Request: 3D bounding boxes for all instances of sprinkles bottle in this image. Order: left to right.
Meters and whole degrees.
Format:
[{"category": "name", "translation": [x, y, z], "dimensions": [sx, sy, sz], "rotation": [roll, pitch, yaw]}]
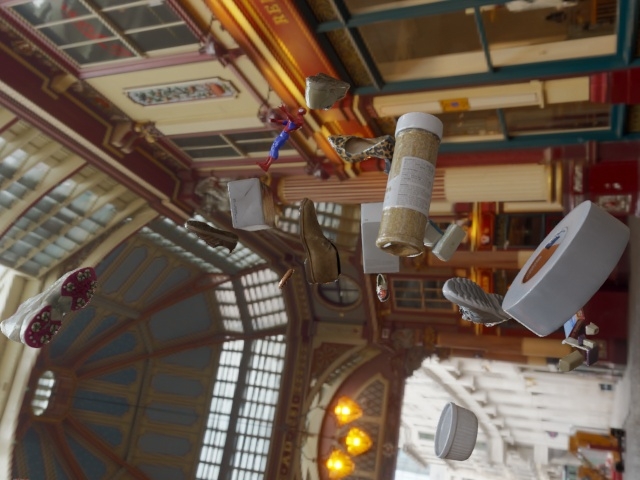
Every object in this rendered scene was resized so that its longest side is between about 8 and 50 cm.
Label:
[{"category": "sprinkles bottle", "translation": [0.227, -0.143, 1.472], "dimensions": [0.121, 0.121, 0.356], "rotation": [43, -125, -59]}]

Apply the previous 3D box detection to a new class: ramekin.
[{"category": "ramekin", "translation": [0.504, 0.713, 2.160], "dimensions": [0.207, 0.108, 0.207], "rotation": [16, -90, -88]}]

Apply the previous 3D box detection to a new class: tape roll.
[{"category": "tape roll", "translation": [0.385, 0.045, 0.928], "dimensions": [0.219, 0.072, 0.219], "rotation": [-51, -9, -11]}]

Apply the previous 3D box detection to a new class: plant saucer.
[{"category": "plant saucer", "translation": [-0.116, 0.128, 1.956], "dimensions": [0.084, 0.013, 0.083], "rotation": [-55, -5, -7]}]

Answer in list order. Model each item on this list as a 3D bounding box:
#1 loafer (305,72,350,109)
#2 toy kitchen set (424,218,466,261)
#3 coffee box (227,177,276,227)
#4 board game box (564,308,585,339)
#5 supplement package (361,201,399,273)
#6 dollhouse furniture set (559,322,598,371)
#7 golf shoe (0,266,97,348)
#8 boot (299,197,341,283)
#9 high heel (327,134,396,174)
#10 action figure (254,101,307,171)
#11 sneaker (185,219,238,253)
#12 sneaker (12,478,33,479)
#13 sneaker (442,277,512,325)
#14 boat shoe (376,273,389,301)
[{"category": "loafer", "translation": [0.011, -0.446, 1.758], "dimensions": [0.268, 0.101, 0.092], "rotation": [-34, -33, -65]}, {"category": "toy kitchen set", "translation": [0.357, -0.046, 2.001], "dimensions": [0.207, 0.166, 0.122], "rotation": [41, -101, -24]}, {"category": "coffee box", "translation": [-0.252, -0.129, 2.195], "dimensions": [0.297, 0.118, 0.168], "rotation": [11, -108, -87]}, {"category": "board game box", "translation": [0.830, 0.173, 1.958], "dimensions": [0.145, 0.027, 0.282], "rotation": [78, -167, -54]}, {"category": "supplement package", "translation": [0.172, -0.008, 1.673], "dimensions": [0.105, 0.105, 0.180], "rotation": [-84, -11, -54]}, {"category": "dollhouse furniture set", "translation": [0.557, 0.237, 1.317], "dimensions": [0.114, 0.081, 0.091], "rotation": [-17, -70, -28]}, {"category": "golf shoe", "translation": [-0.750, 0.168, 1.620], "dimensions": [0.306, 0.140, 0.115], "rotation": [-59, -33, -53]}, {"category": "boot", "translation": [0.000, 0.000, 1.933], "dimensions": [0.112, 0.115, 0.306], "rotation": [-50, -46, -59]}, {"category": "high heel", "translation": [0.130, -0.312, 1.818], "dimensions": [0.093, 0.261, 0.186], "rotation": [-57, -18, -18]}, {"category": "action figure", "translation": [-0.167, -0.410, 2.195], "dimensions": [0.139, 0.091, 0.280], "rotation": [40, -90, -24]}, {"category": "sneaker", "translation": [-0.377, -0.008, 1.991], "dimensions": [0.066, 0.188, 0.071], "rotation": [-82, 13, -67]}, {"category": "sneaker", "translation": [-0.756, 0.757, 1.485], "dimensions": [0.124, 0.321, 0.180], "rotation": [23, -98, -30]}, {"category": "sneaker", "translation": [0.461, 0.204, 1.753], "dimensions": [0.281, 0.115, 0.105], "rotation": [26, -146, -29]}, {"category": "boat shoe", "translation": [0.254, 0.195, 2.402], "dimensions": [0.043, 0.049, 0.137], "rotation": [59, -159, -32]}]
